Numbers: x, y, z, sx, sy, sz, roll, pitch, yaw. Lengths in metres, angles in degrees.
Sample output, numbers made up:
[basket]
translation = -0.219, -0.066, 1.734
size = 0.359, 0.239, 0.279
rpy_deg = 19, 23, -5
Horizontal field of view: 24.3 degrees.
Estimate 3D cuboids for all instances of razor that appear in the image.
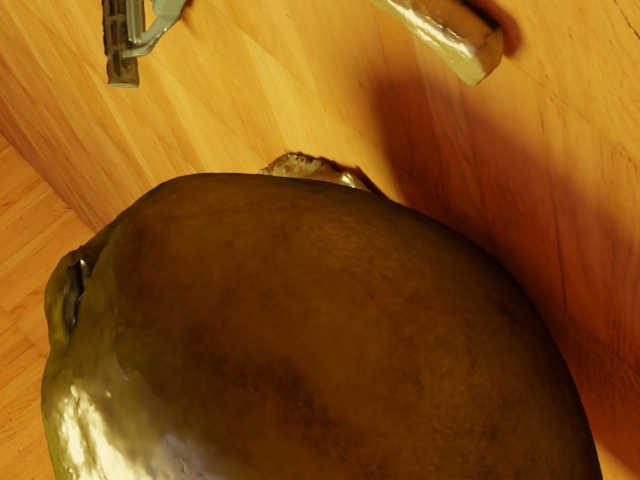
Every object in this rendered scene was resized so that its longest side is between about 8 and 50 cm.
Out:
[razor]
translation = -0.117, -0.192, 1.116
size = 0.278, 0.056, 0.111
rpy_deg = 167, 99, -71

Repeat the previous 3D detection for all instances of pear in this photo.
[pear]
translation = 0.004, 0.134, 0.979
size = 0.413, 0.352, 0.352
rpy_deg = 47, 169, -8

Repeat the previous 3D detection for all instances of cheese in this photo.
[cheese]
translation = 0.057, -0.111, 0.745
size = 0.083, 0.030, 0.044
rpy_deg = 38, 159, 24

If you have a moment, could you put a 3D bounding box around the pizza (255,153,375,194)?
[pizza]
translation = 0.003, 0.001, 1.191
size = 0.204, 0.080, 0.188
rpy_deg = 48, 168, 18
